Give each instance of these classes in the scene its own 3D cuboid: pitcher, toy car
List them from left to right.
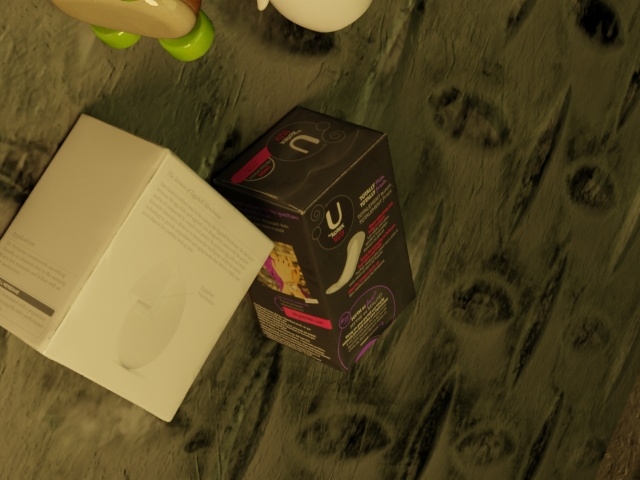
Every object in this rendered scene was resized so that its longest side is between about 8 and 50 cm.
[{"bbox_3d":[-0.161,-0.286,1.113,0.155,0.149,0.188,42,63,-67],"label":"toy car"},{"bbox_3d":[-0.045,-0.304,1.279,0.178,0.125,0.207,-40,132,-1],"label":"pitcher"}]

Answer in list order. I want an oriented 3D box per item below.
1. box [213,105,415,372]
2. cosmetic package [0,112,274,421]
[{"bbox_3d":[0.000,0.000,1.478,0.165,0.143,0.270,-44,140,-31],"label":"box"},{"bbox_3d":[-0.198,0.030,1.238,0.225,0.138,0.224,-58,145,-9],"label":"cosmetic package"}]
